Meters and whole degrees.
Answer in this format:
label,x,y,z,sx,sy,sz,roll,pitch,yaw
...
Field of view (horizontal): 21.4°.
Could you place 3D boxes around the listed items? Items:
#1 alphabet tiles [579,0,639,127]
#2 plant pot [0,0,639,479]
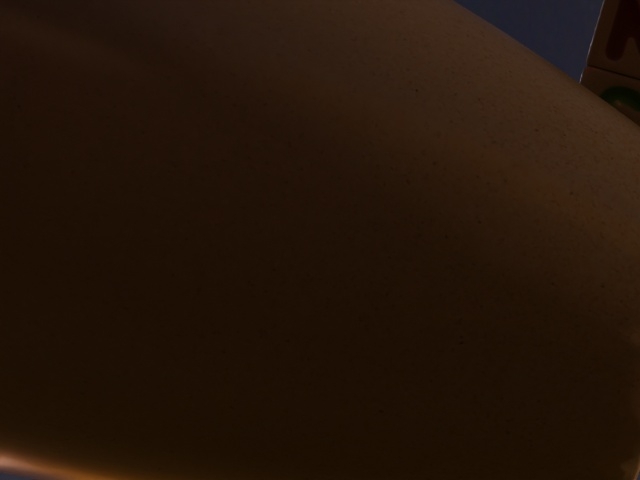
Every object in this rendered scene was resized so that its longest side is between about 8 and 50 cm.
label,x,y,z,sx,sy,sz,roll,pitch,yaw
alphabet tiles,0.320,-0.128,1.058,0.285,0.011,0.342,17,-85,7
plant pot,0.000,0.000,0.632,0.274,0.256,0.256,18,-43,12
